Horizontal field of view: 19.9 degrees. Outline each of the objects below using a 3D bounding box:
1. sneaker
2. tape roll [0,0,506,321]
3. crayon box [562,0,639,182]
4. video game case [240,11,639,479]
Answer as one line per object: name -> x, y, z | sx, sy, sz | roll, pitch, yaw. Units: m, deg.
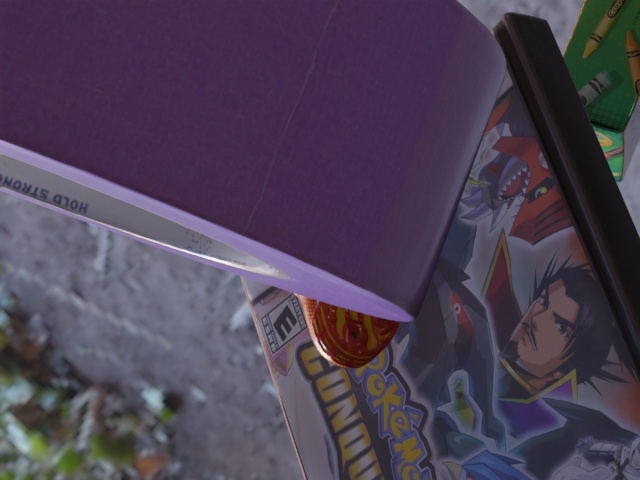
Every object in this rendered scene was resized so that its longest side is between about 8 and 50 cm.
sneaker -> 0.000, 0.000, 0.933 | 0.064, 0.175, 0.067 | 19, 129, -30
tape roll -> -0.084, -0.061, 0.585 | 0.275, 0.090, 0.275 | 20, 175, 2
crayon box -> 0.302, -0.212, 1.753 | 0.081, 0.278, 0.165 | 20, 169, 13
video game case -> 0.072, 0.062, 0.956 | 0.248, 0.035, 0.274 | -39, 59, 38
